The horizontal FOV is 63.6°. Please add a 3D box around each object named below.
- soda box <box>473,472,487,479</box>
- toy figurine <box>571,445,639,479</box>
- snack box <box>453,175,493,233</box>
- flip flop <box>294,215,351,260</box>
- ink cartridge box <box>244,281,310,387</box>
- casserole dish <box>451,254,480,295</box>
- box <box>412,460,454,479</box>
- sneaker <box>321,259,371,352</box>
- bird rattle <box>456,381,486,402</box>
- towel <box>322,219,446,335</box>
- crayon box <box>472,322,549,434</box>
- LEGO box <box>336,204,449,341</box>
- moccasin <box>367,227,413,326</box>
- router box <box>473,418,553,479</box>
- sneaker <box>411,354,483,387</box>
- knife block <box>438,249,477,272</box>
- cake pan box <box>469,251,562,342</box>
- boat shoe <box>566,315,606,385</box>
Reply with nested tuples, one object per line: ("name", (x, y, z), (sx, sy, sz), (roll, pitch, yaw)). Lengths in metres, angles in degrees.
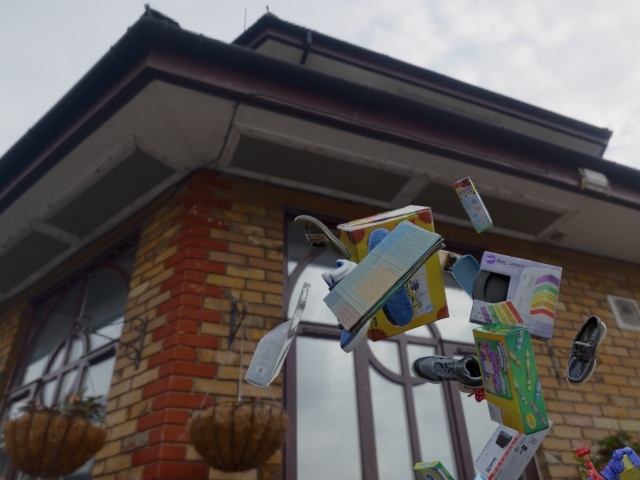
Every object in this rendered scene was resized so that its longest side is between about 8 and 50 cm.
("soda box", (0.575, 0.856, 1.657), (0.067, 0.210, 0.071), (-60, -23, 10))
("toy figurine", (0.992, 0.794, 1.650), (0.217, 0.191, 0.363), (-26, -76, 2))
("snack box", (0.586, -0.141, 1.981), (0.070, 0.207, 0.174), (-26, 1, 19))
("flip flop", (0.000, 0.000, 2.085), (0.277, 0.080, 0.112), (42, -22, 4))
("ink cartridge box", (-0.146, 0.326, 1.899), (0.091, 0.385, 0.308), (20, -5, 6))
("casserole dish", (0.600, 0.139, 2.099), (0.114, 0.037, 0.188), (-44, -69, -8))
("box", (0.465, 0.985, 2.172), (0.105, 0.043, 0.179), (51, -36, 2))
("sneaker", (0.078, 0.226, 1.919), (0.236, 0.323, 0.130), (33, -28, -9))
("bird rattle", (0.726, 0.648, 2.411), (0.206, 0.143, 0.254), (5, -49, -19))
("towel", (0.179, 0.099, 1.532), (0.370, 0.271, 0.040), (-45, -70, -1))
("crayon box", (0.533, 0.384, 1.461), (0.081, 0.279, 0.165), (-11, -2, -16))
("LEGO box", (0.317, 0.135, 2.241), (0.372, 0.501, 0.193), (-15, 11, -14))
("moccasin", (0.216, 0.133, 1.786), (0.137, 0.342, 0.117), (-6, -12, -16))
("router box", (0.796, 0.855, 2.159), (0.082, 0.336, 0.301), (35, -7, 9))
("sneaker", (0.455, 0.439, 1.784), (0.268, 0.101, 0.153), (8, -26, 6))
("knife block", (0.565, 0.094, 2.291), (0.275, 0.088, 0.242), (18, 0, 36))
("cake pan box", (0.637, 0.180, 1.703), (0.266, 0.246, 0.070), (14, -18, 15))
("boat shoe", (1.015, 0.418, 1.992), (0.092, 0.285, 0.102), (45, -19, -32))
